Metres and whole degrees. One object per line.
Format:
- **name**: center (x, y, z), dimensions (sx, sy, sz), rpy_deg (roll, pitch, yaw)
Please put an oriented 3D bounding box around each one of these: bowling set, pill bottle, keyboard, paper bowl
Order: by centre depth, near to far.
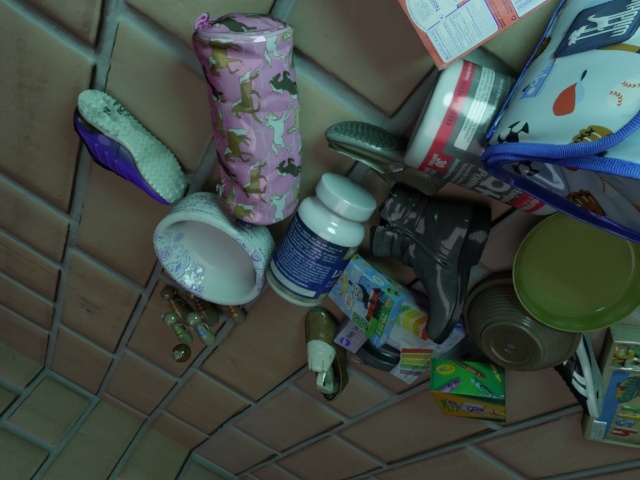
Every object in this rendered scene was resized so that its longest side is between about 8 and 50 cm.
- **pill bottle**: center (0.306, -0.144, 0.653), dimensions (0.318, 0.176, 0.176), rpy_deg (22, 133, 4)
- **pill bottle**: center (0.000, 0.000, 0.896), dimensions (0.153, 0.153, 0.265), rpy_deg (29, 119, -3)
- **paper bowl**: center (-0.242, 0.011, 1.030), dimensions (0.284, 0.148, 0.284), rpy_deg (12, 131, 14)
- **keyboard**: center (0.376, 0.299, 1.118), dimensions (0.072, 0.014, 0.256), rpy_deg (29, 134, -10)
- **bowling set**: center (-0.383, 0.242, 1.260), dimensions (0.286, 0.200, 0.154), rpy_deg (-9, 123, 24)

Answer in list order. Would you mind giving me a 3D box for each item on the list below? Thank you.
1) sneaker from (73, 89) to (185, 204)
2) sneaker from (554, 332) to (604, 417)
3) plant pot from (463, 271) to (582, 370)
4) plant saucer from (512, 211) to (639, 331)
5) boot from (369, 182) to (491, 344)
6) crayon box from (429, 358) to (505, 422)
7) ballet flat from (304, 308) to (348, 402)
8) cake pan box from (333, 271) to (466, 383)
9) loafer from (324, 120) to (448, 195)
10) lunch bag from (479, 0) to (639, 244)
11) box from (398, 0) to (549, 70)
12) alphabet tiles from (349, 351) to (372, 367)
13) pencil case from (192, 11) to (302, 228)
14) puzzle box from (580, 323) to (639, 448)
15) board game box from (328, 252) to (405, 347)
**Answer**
- **sneaker**: center (-0.447, -0.192, 0.984), dimensions (0.146, 0.102, 0.293), rpy_deg (-26, 111, 41)
- **sneaker**: center (0.559, 0.293, 0.970), dimensions (0.121, 0.079, 0.217), rpy_deg (-8, 102, 47)
- **plant pot**: center (0.414, 0.194, 0.900), dimensions (0.237, 0.109, 0.237), rpy_deg (18, 124, 28)
- **plant saucer**: center (0.482, 0.052, 0.791), dimensions (0.240, 0.037, 0.241), rpy_deg (2, 103, 9)
- **boot**: center (0.209, 0.050, 0.907), dimensions (0.222, 0.118, 0.338), rpy_deg (15, 116, 14)
- **crayon box**: center (0.382, 0.387, 1.082), dimensions (0.165, 0.081, 0.278), rpy_deg (-1, 148, 23)
- **ballet flat**: center (0.012, 0.356, 1.236), dimensions (0.116, 0.124, 0.343), rpy_deg (5, 130, 18)
- **cake pan box**: center (0.192, 0.234, 1.088), dimensions (0.245, 0.070, 0.267), rpy_deg (32, 130, -1)
- **loafer**: center (0.122, -0.144, 0.785), dimensions (0.251, 0.094, 0.087), rpy_deg (21, 129, 4)
- **lunch bag**: center (0.412, -0.159, 0.438), dimensions (0.385, 0.328, 0.239), rpy_deg (29, 177, 34)
- **box**: center (0.145, -0.397, 0.527), dimensions (0.154, 0.142, 0.300), rpy_deg (-26, 115, 36)
- **alphabet tiles**: center (0.183, 0.297, 1.196), dimensions (0.198, 0.009, 0.237), rpy_deg (12, 132, 13)
- **pencil case**: center (-0.126, -0.213, 0.790), dimensions (0.160, 0.167, 0.386), rpy_deg (37, 142, 34)
- **puzzle box**: center (0.783, 0.356, 0.970), dimensions (0.272, 0.052, 0.409), rpy_deg (1, 128, 21)
- **board game box**: center (0.090, 0.120, 0.982), dimensions (0.211, 0.039, 0.160), rpy_deg (44, 140, 34)
